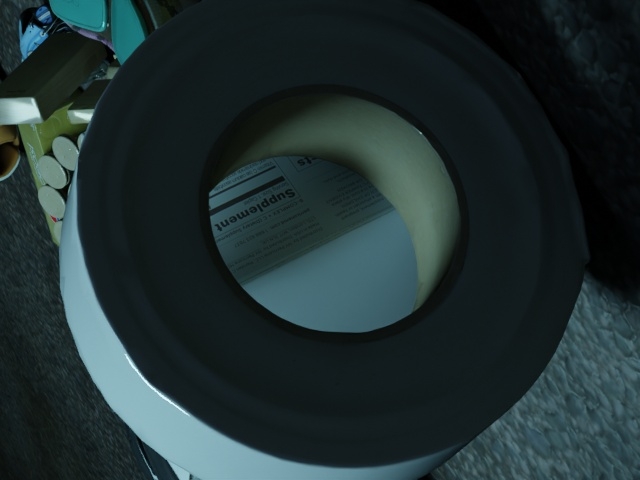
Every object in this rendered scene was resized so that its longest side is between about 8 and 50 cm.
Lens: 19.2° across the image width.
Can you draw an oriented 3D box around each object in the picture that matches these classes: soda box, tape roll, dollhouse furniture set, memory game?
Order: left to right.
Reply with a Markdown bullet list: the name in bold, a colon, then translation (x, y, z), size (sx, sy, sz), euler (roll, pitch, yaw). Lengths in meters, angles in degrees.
- **soda box**: translation (-0.249, -0.069, 1.878), size (0.058, 0.061, 0.181), euler (40, 151, 46)
- **dollhouse furniture set**: translation (-0.173, -0.087, 1.559), size (0.151, 0.144, 0.123), euler (0, 123, 26)
- **memory game**: translation (-0.198, -0.022, 1.797), size (0.186, 0.012, 0.186), euler (23, 133, 27)
- **tape roll**: translation (0.000, 0.000, 1.057), size (0.286, 0.286, 0.100), euler (58, 159, 11)

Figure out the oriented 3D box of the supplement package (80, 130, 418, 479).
- **supplement package**: translation (-0.035, 0.015, 1.265), size (0.145, 0.204, 0.262), euler (55, 159, 24)

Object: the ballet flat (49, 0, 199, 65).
- **ballet flat**: translation (-0.138, -0.174, 1.456), size (0.221, 0.079, 0.077), euler (35, 128, 55)

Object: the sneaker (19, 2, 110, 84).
- **sneaker**: translation (-0.245, -0.178, 1.731), size (0.162, 0.063, 0.073), euler (24, 135, 59)

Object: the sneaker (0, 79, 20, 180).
- **sneaker**: translation (-0.408, -0.108, 2.145), size (0.123, 0.106, 0.290), euler (64, 159, 2)

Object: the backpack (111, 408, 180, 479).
- **backpack**: translation (-0.037, 0.212, 1.540), size (0.253, 0.191, 0.225), euler (70, 162, -1)
